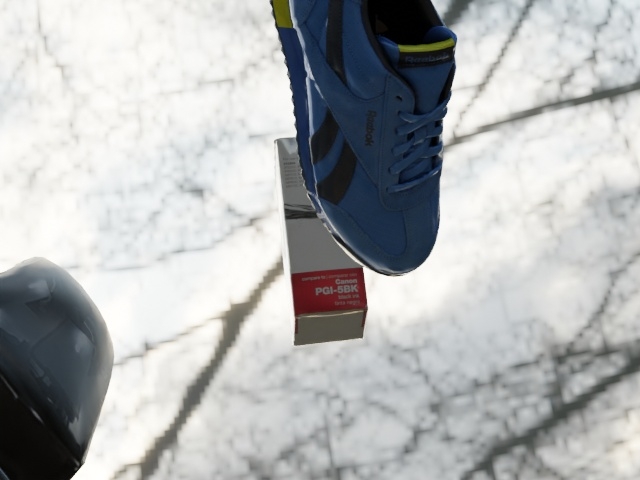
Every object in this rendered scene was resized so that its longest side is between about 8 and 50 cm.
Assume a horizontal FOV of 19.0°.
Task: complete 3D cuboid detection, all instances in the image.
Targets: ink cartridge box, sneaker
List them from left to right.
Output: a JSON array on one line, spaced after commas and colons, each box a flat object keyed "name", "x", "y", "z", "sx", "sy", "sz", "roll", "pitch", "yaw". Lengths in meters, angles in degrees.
[{"name": "ink cartridge box", "x": 0.000, "y": 0.000, "z": 1.401, "sx": 0.056, "sy": 0.135, "sz": 0.099, "roll": -5, "pitch": -15, "yaw": -3}, {"name": "sneaker", "x": 0.034, "y": -0.066, "z": 0.962, "sx": 0.069, "sy": 0.082, "sz": 0.209, "roll": -34, "pitch": -56, "yaw": -33}]

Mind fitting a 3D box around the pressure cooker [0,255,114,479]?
[{"name": "pressure cooker", "x": -0.252, "y": 0.151, "z": 0.701, "sx": 0.420, "sy": 0.370, "sz": 0.375, "roll": -39, "pitch": -41, "yaw": -12}]
